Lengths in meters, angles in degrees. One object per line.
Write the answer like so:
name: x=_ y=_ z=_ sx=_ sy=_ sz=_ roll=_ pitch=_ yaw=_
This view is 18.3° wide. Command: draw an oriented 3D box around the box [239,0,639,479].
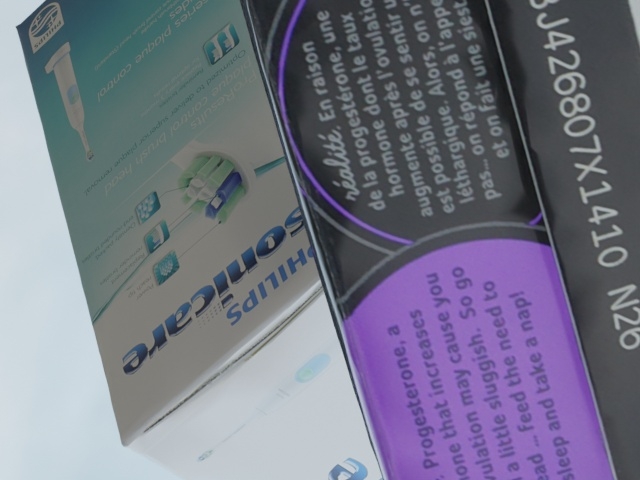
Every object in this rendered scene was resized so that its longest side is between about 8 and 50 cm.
box: x=0.058 y=-0.044 z=0.541 sx=0.143 sy=0.165 sz=0.270 roll=-16 pitch=-163 yaw=-1

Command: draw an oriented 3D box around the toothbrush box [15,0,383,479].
toothbrush box: x=0.000 y=0.000 z=0.886 sx=0.126 sy=0.216 sz=0.295 roll=-40 pitch=-141 yaw=17
